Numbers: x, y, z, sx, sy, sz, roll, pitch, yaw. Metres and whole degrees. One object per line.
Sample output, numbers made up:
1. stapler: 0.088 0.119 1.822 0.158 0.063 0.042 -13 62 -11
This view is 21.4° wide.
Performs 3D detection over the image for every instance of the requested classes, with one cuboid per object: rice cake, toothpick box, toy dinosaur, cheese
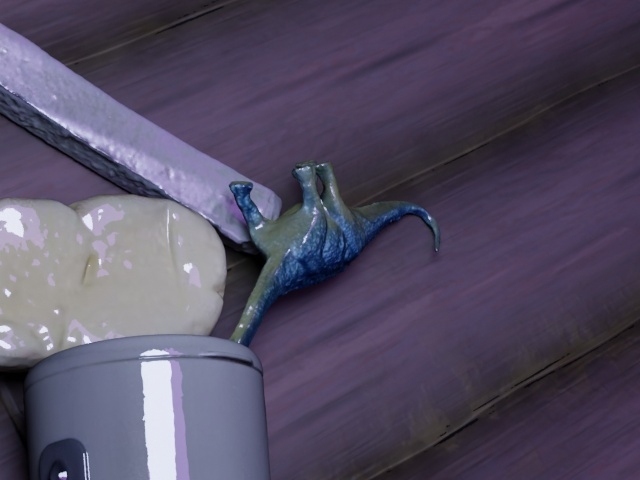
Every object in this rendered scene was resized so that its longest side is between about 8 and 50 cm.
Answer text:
1. rice cake: -0.199 -0.096 1.630 0.365 0.056 0.073 31 65 -13
2. toothpick box: -0.146 0.250 1.421 0.229 0.229 0.316 3 69 -26
3. toy dinosaur: -0.005 -0.009 1.646 0.363 0.076 0.147 -30 109 -48
4. cheese: -0.209 0.040 1.550 0.263 0.093 0.159 -2 75 -28
